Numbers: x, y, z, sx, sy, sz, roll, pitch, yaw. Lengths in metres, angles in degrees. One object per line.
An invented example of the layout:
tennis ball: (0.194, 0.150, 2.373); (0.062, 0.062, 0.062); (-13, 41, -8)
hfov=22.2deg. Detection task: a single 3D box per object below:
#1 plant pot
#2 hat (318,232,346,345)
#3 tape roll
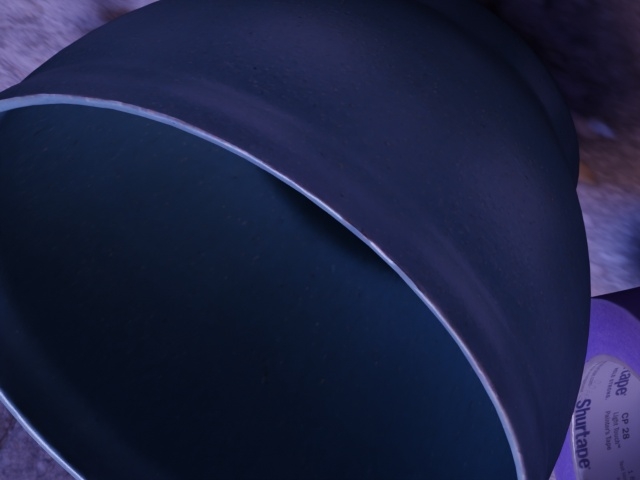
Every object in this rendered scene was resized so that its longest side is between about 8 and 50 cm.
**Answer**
plant pot: (0.000, 0.000, 0.730); (0.293, 0.196, 0.293); (23, 140, 20)
hat: (0.092, 0.047, 0.946); (0.183, 0.208, 0.173); (12, 120, 1)
tape roll: (0.190, 0.113, 0.823); (0.080, 0.189, 0.189); (-11, 172, -17)
